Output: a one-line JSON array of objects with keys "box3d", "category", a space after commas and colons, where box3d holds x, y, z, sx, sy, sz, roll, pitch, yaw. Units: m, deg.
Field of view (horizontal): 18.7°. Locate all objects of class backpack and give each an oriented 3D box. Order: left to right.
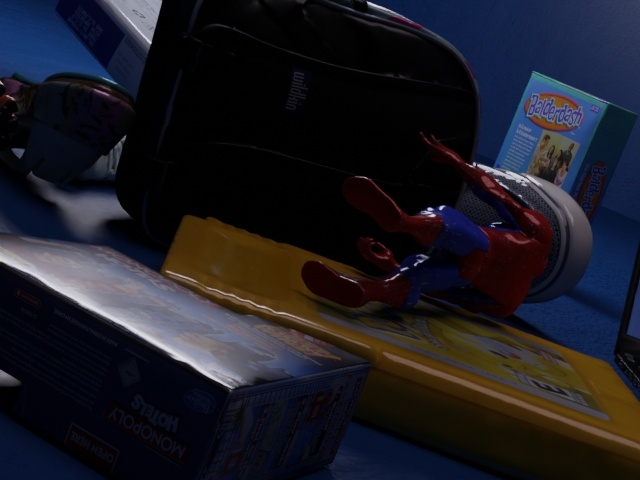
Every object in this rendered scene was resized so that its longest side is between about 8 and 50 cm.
[{"box3d": [-0.015, -0.086, 1.469, 0.253, 0.225, 0.191, 12, 12, -17], "category": "backpack"}]

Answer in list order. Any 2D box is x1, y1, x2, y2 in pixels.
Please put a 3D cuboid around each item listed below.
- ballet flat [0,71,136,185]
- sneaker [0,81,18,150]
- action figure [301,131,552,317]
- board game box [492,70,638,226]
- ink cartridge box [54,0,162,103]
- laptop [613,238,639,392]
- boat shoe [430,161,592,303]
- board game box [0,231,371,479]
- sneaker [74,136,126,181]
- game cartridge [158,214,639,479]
[{"box3d": [-0.203, -0.083, 1.459, 0.077, 0.079, 0.221, 32, -10, -27], "category": "ballet flat"}, {"box3d": [-0.334, -0.120, 1.402, 0.225, 0.088, 0.092, 28, -1, -33], "category": "sneaker"}, {"box3d": [0.062, -0.010, 1.302, 0.139, 0.091, 0.280, 35, 14, 30], "category": "action figure"}, {"box3d": [0.255, -0.070, 2.174, 0.047, 0.210, 0.160, 17, 10, -30], "category": "board game box"}, {"box3d": [-0.085, -0.152, 2.110, 0.330, 0.071, 0.324, 17, 22, -44], "category": "ink cartridge box"}, {"box3d": [0.356, 0.081, 1.464, 0.234, 0.137, 0.264, 20, 8, -4], "category": "laptop"}, {"box3d": [0.084, -0.026, 1.803, 0.158, 0.127, 0.340, 7, 8, -40], "category": "boat shoe"}, {"box3d": [-0.072, 0.060, 0.919, 0.194, 0.060, 0.194, 26, 8, 31], "category": "board game box"}, {"box3d": [-0.171, -0.075, 1.594, 0.075, 0.057, 0.161, 15, 5, -6], "category": "sneaker"}, {"box3d": [0.051, 0.069, 1.235, 0.323, 0.053, 0.285, 22, 7, -4], "category": "game cartridge"}]
